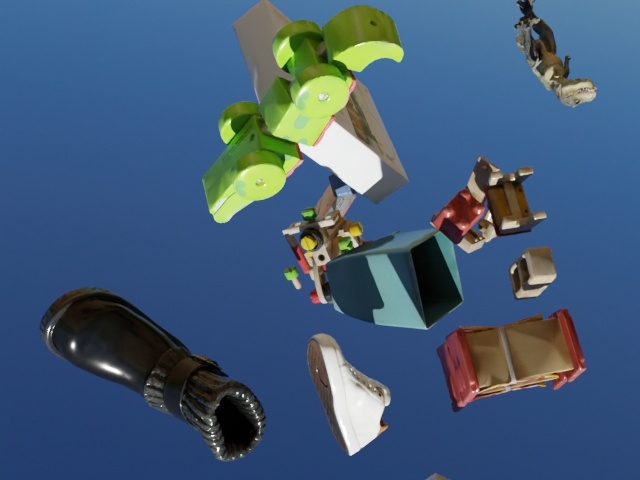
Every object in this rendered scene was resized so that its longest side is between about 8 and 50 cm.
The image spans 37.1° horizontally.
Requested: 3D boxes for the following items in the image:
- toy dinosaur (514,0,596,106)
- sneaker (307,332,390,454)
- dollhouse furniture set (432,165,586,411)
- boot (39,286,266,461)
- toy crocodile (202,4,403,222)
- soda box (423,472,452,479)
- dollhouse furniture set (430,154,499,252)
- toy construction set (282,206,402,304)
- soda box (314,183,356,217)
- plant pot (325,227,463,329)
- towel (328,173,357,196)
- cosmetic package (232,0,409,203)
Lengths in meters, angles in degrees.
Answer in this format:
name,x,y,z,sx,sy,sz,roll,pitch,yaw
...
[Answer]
name,x,y,z,sx,sy,sz,roll,pitch,yaw
toy dinosaur,0.307,-0.278,1.346,0.064,0.118,0.268,-23,-147,7
sneaker,0.058,0.268,1.791,0.123,0.290,0.106,-27,-141,-14
dollhouse furniture set,0.291,0.081,1.627,0.201,0.152,0.374,-8,-109,-8
boot,-0.255,0.212,1.517,0.260,0.131,0.348,33,180,42
toy crocodile,-0.036,-0.149,1.158,0.105,0.340,0.115,16,-143,-37
soda box,0.204,0.536,1.562,0.098,0.091,0.286,29,-141,-23
dollhouse furniture set,0.333,-0.080,2.053,0.151,0.123,0.144,-21,-129,-42
toy construction set,0.000,0.000,2.384,0.309,0.237,0.257,1,-144,49
soda box,0.026,-0.084,2.586,0.063,0.058,0.183,-6,-143,38
plant pot,0.139,0.078,1.947,0.234,0.165,0.166,-4,-166,36
towel,0.086,-0.155,2.490,0.120,0.067,0.029,-11,-171,16
cosmetic package,0.004,-0.269,1.892,0.377,0.097,0.284,31,-151,-48
